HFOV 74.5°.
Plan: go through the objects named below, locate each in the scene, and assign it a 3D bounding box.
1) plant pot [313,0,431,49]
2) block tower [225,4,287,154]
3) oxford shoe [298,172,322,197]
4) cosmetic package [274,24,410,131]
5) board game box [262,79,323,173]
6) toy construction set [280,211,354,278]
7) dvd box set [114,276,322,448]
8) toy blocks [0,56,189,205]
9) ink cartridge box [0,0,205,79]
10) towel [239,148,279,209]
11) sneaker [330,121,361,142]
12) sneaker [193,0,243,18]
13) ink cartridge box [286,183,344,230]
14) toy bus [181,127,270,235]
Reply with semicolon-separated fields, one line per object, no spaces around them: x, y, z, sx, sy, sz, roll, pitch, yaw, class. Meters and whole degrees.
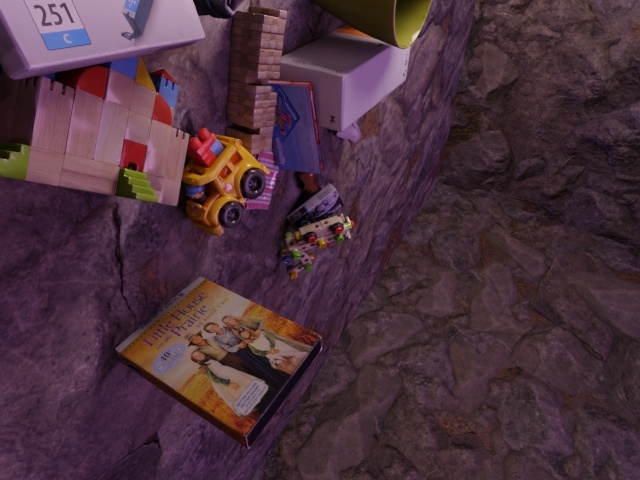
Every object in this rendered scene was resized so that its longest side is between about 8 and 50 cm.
0.121;-0.686;1.117;0.275;0.293;0.274;-49;153;-36;plant pot
-0.164;-0.389;1.037;0.097;0.091;0.335;-33;140;-54;block tower
-0.042;-0.205;1.549;0.076;0.076;0.212;-31;155;-4;oxford shoe
0.081;-0.517;1.284;0.453;0.230;0.161;-48;151;-40;cosmetic package
-0.077;-0.316;1.199;0.281;0.145;0.027;81;25;-45;board game box
0.000;0.000;1.572;0.328;0.151;0.215;-31;144;-16;toy construction set
-0.250;0.272;1.057;0.307;0.420;0.062;-45;147;-40;dvd box set
-0.359;-0.209;0.709;0.381;0.191;0.260;6;95;-66;toy blocks
-0.328;-0.383;0.568;0.296;0.066;0.261;-42;122;-45;ink cartridge box
-0.175;-0.188;1.291;0.144;0.029;0.197;-10;121;-65;towel
0.082;-0.426;1.587;0.095;0.090;0.235;-52;153;-2;sneaker
-0.217;-0.492;0.726;0.086;0.163;0.226;-58;155;-16;sneaker
-0.008;-0.103;1.623;0.206;0.045;0.208;-38;157;1;ink cartridge box
-0.260;-0.153;1.005;0.220;0.149;0.211;-57;143;-15;toy bus
